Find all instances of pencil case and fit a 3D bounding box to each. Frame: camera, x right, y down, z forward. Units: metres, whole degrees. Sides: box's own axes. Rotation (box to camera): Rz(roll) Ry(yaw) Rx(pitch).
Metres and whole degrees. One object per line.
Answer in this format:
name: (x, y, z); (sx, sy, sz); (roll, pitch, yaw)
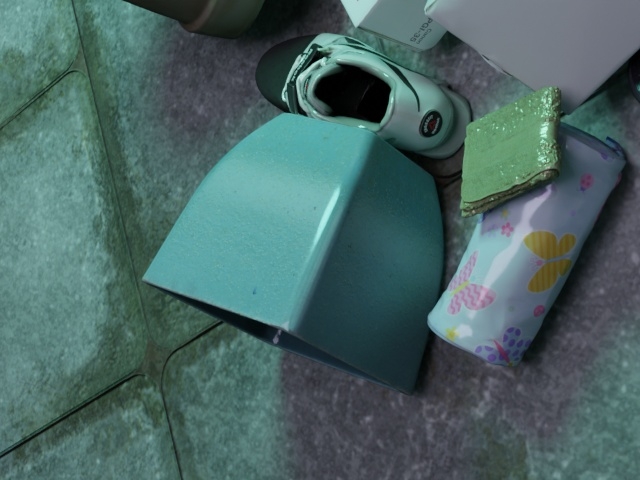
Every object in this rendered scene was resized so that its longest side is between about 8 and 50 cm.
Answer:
pencil case: (0.215, -0.001, 1.506); (0.273, 0.113, 0.124); (-65, 30, 10)

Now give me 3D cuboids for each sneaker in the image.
sneaker: (0.015, -0.191, 1.697); (0.330, 0.146, 0.122); (20, 97, 43)

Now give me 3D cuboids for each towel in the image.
towel: (0.195, -0.091, 1.448); (0.148, 0.027, 0.110); (-28, 50, 51)

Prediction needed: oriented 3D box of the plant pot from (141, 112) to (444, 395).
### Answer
plant pot: (0.000, 0.000, 1.621); (0.248, 0.247, 0.252); (16, 79, 42)

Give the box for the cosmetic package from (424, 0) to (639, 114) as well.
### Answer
cosmetic package: (0.291, -0.320, 1.372); (0.365, 0.197, 0.155); (-44, 17, 41)

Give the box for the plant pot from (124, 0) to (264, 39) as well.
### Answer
plant pot: (-0.224, -0.429, 1.781); (0.323, 0.280, 0.323); (-177, 90, -67)

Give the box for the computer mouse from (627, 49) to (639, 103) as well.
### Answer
computer mouse: (0.422, -0.229, 1.403); (0.272, 0.072, 0.188); (-50, 49, 9)

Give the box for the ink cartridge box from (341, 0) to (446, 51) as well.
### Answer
ink cartridge box: (0.091, -0.393, 1.637); (0.207, 0.117, 0.283); (-49, 48, 30)
